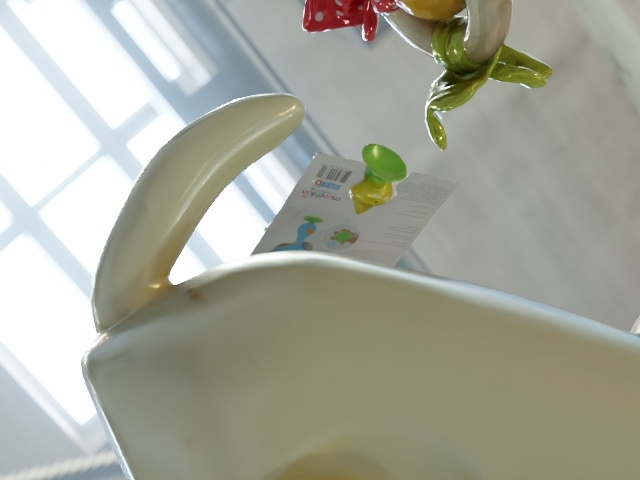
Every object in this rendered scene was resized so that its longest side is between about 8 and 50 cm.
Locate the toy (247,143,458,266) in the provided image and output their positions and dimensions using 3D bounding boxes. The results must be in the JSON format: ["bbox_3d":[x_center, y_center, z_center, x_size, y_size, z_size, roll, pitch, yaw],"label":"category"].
[{"bbox_3d":[0.000,0.000,1.648,0.237,0.137,0.056,-52,-142,41],"label":"toy"}]

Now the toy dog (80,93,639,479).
[{"bbox_3d":[0.118,0.116,0.845,0.408,0.395,0.284,-12,161,-9],"label":"toy dog"}]

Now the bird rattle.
[{"bbox_3d":[0.091,-0.217,1.618,0.143,0.253,0.207,-28,156,-23],"label":"bird rattle"}]
